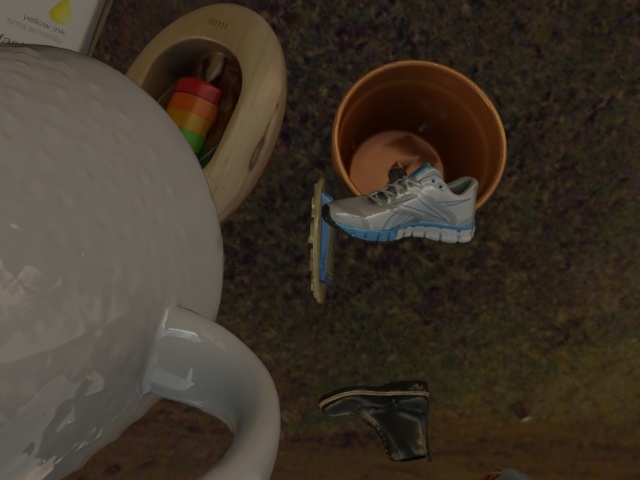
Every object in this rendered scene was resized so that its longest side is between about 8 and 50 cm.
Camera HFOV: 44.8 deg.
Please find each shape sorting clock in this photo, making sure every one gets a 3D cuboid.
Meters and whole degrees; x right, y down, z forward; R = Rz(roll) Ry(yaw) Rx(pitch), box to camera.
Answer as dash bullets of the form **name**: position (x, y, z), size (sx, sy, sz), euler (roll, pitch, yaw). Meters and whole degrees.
- **shape sorting clock**: position (0.000, 0.000, 1.273), size (0.041, 0.206, 0.206), euler (5, 147, 7)

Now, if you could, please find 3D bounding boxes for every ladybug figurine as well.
- **ladybug figurine**: position (-0.209, -0.178, 1.319), size (0.449, 0.305, 0.162), euler (-64, 159, -7)

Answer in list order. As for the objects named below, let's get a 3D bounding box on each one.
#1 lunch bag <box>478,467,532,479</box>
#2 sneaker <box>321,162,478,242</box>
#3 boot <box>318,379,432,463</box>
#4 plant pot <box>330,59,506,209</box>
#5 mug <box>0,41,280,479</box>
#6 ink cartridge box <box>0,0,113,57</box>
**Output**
- **lunch bag**: position (0.174, 0.416, 0.861), size (0.303, 0.243, 0.115), euler (-39, 180, -4)
- **sneaker**: position (0.089, -0.046, 0.838), size (0.191, 0.071, 0.082), euler (-2, 117, -28)
- **boot**: position (0.093, 0.320, 1.333), size (0.198, 0.136, 0.077), euler (-14, 155, 24)
- **plant pot**: position (0.154, -0.140, 1.364), size (0.291, 0.290, 0.203), euler (-16, 168, -9)
- **mug**: position (-0.198, 0.051, 0.390), size (0.328, 0.374, 0.276), euler (-34, 143, -68)
- **ink cartridge box**: position (-0.395, -0.297, 0.894), size (0.279, 0.384, 0.160), euler (18, 149, -15)
